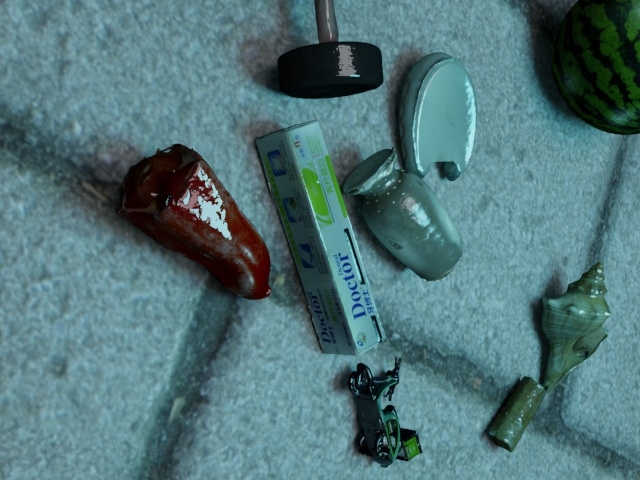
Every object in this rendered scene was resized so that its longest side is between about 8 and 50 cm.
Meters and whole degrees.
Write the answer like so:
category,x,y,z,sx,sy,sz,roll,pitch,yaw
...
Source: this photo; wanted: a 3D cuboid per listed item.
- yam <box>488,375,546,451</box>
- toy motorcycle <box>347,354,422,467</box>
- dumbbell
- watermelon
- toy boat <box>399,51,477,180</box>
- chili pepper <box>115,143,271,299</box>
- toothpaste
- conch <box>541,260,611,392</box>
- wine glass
category,x,y,z,sx,sy,sz,roll,pitch,yaw
yam,0.335,0.297,1.441,0.054,0.054,0.132,50,62,-21
toy motorcycle,0.094,0.260,1.282,0.100,0.058,0.173,-22,101,-39
dumbbell,0.007,-0.319,1.198,0.152,0.152,0.218,-5,90,-33
watermelon,0.553,-0.328,1.486,0.285,0.285,0.285,2,86,-33
toy boat,0.183,-0.198,1.366,0.134,0.079,0.208,-6,101,-26
chili pepper,-0.134,-0.008,1.097,0.253,0.144,0.136,46,27,-29
toothpaste,0.000,0.000,1.219,0.067,0.081,0.337,-24,101,-36
conch,0.450,0.144,1.502,0.137,0.114,0.234,-6,126,-24
wine glass,0.129,-0.039,1.287,0.204,0.111,0.111,48,64,-20
